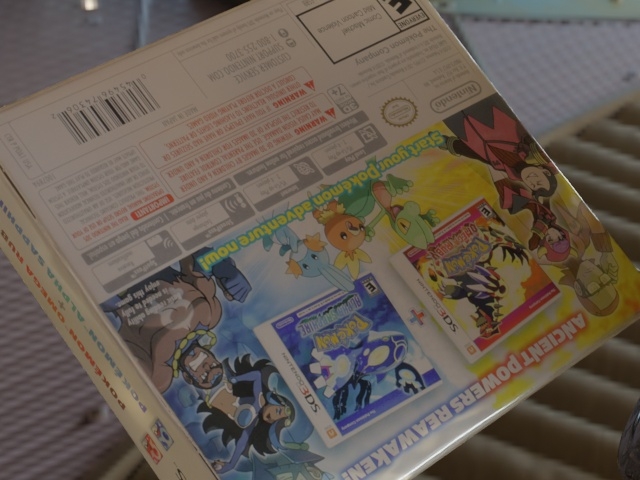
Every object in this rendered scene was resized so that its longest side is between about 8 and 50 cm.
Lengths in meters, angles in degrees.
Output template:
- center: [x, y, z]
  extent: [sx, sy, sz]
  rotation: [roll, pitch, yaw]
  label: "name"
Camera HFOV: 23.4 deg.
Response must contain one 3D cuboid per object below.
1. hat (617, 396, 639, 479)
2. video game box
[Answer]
- center: [0.256, -0.006, 0.633]
  extent: [0.134, 0.331, 0.331]
  rotation: [27, -148, 3]
  label: "hat"
- center: [0.000, 0.000, 0.582]
  extent: [0.205, 0.048, 0.187]
  rotation: [-29, -105, -32]
  label: "video game box"
